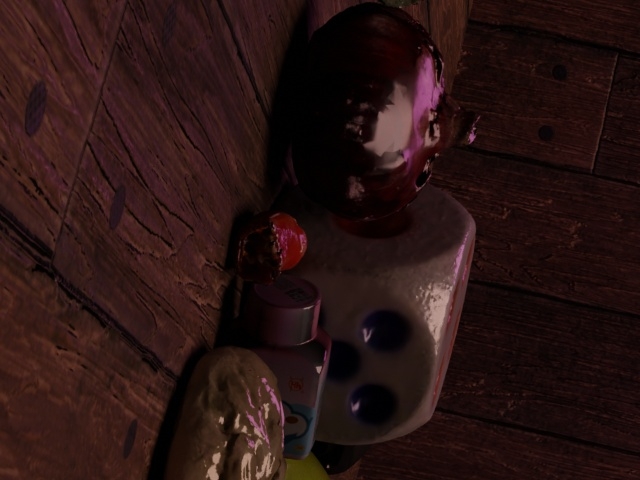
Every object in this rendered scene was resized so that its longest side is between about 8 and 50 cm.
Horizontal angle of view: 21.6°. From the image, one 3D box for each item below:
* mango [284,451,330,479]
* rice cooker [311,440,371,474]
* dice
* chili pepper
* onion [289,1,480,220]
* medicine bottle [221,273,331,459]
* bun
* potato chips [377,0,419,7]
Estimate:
[{"bbox_3d":[-0.067,0.313,1.985,0.293,0.143,0.175,60,49,-63],"label":"mango"},{"bbox_3d":[0.015,0.243,2.417,0.118,0.142,0.203,-47,147,-51],"label":"rice cooker"},{"bbox_3d":[0.046,0.079,2.028,0.259,0.243,0.251,-68,169,-59],"label":"dice"},{"bbox_3d":[-0.056,0.006,1.817,0.070,0.073,0.123,-36,178,14],"label":"chili pepper"},{"bbox_3d":[0.071,-0.145,1.919,0.252,0.219,0.252,6,90,-76],"label":"onion"},{"bbox_3d":[-0.051,0.137,1.852,0.094,0.119,0.188,-72,172,-64],"label":"medicine bottle"},{"bbox_3d":[-0.092,0.225,1.725,0.210,0.116,0.237,90,16,-59],"label":"bun"},{"bbox_3d":[0.060,-0.340,1.903,0.228,0.059,0.167,23,44,-49],"label":"potato chips"}]
